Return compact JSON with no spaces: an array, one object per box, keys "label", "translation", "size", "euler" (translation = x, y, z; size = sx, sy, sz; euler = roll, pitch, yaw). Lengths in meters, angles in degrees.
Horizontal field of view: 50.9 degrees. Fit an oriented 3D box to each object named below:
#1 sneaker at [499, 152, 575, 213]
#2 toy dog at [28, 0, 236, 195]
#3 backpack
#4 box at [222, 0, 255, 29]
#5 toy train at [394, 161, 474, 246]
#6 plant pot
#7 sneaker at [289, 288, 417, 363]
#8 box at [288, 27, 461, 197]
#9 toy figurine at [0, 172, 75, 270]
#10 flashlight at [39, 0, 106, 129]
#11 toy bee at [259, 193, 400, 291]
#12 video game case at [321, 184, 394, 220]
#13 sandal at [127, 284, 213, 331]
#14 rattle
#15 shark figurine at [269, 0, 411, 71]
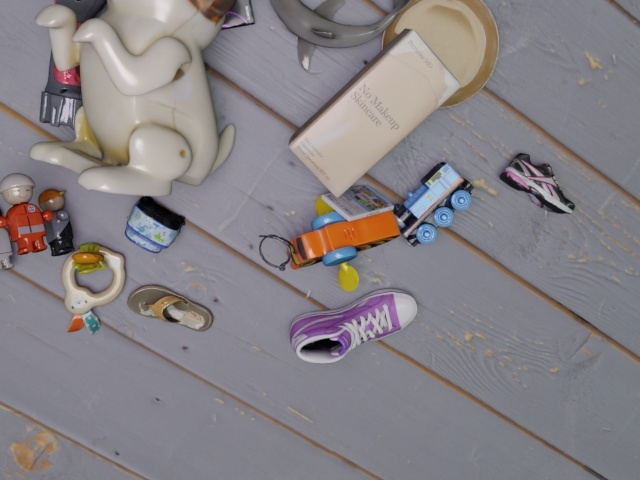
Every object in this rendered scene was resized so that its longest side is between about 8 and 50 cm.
[{"label":"sneaker","translation":[0.467,-0.120,1.401],"size":[0.178,0.072,0.077],"euler":[32,87,-17]},{"label":"toy dog","translation":[-0.274,-0.297,1.151],"size":[0.395,0.284,0.408],"euler":[3,107,-37]},{"label":"backpack","translation":[-0.329,-0.025,1.314],"size":[0.105,0.114,0.084],"euler":[32,98,-12]},{"label":"box","translation":[-0.213,-0.456,1.274],"size":[0.162,0.029,0.116],"euler":[-12,104,-4]},{"label":"toy train","translation":[0.228,-0.073,1.383],"size":[0.105,0.080,0.184],"euler":[45,97,-4]},{"label":"plant pot","translation":[0.235,-0.384,1.335],"size":[0.236,0.032,0.236],"euler":[-1,103,-6]},{"label":"sneaker","translation":[0.079,0.189,1.382],"size":[0.282,0.161,0.102],"euler":[-18,102,-3]},{"label":"box","translation":[0.099,-0.244,1.284],"size":[0.311,0.121,0.148],"euler":[-43,102,13]},{"label":"toy figurine","translation":[-0.581,-0.031,1.242],"size":[0.213,0.209,0.148],"euler":[-15,87,4]},{"label":"flashlight","translation":[-0.450,-0.359,1.236],"size":[0.103,0.103,0.304],"euler":[9,100,-10]},{"label":"toy bee","translation":[0.000,0.000,1.355],"size":[0.298,0.162,0.195],"euler":[10,70,-20]},{"label":"video game case","translation":[0.074,-0.076,1.334],"size":[0.122,0.087,0.011],"euler":[-16,133,-38]},{"label":"sandal","translation":[-0.308,0.144,1.388],"size":[0.180,0.049,0.072],"euler":[22,99,-10]},{"label":"rattle","translation":[-0.460,0.112,1.324],"size":[0.130,0.143,0.200],"euler":[23,93,-29]},{"label":"shark figurine","translation":[0.043,-0.403,1.262],"size":[0.278,0.116,0.166],"euler":[-1,105,2]}]
